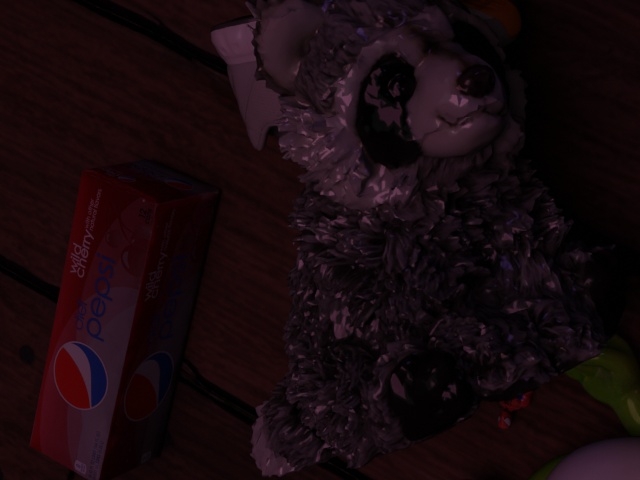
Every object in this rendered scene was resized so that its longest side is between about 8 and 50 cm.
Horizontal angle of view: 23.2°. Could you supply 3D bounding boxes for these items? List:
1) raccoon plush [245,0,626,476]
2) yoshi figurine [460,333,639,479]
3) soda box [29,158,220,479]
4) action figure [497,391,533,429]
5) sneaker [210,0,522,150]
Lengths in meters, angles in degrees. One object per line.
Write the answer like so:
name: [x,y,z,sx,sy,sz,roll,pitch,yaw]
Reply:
raccoon plush: [0.000,0.000,1.096,0.446,0.216,0.299,-30,85,44]
yoshi figurine: [0.217,0.149,1.052,0.362,0.203,0.203,-36,73,28]
soda box: [-0.169,0.068,1.327,0.083,0.092,0.263,24,111,27]
action figure: [0.145,0.088,1.178,0.038,0.030,0.115,10,106,24]
sneaker: [0.041,-0.127,1.172,0.262,0.099,0.121,-3,106,39]
